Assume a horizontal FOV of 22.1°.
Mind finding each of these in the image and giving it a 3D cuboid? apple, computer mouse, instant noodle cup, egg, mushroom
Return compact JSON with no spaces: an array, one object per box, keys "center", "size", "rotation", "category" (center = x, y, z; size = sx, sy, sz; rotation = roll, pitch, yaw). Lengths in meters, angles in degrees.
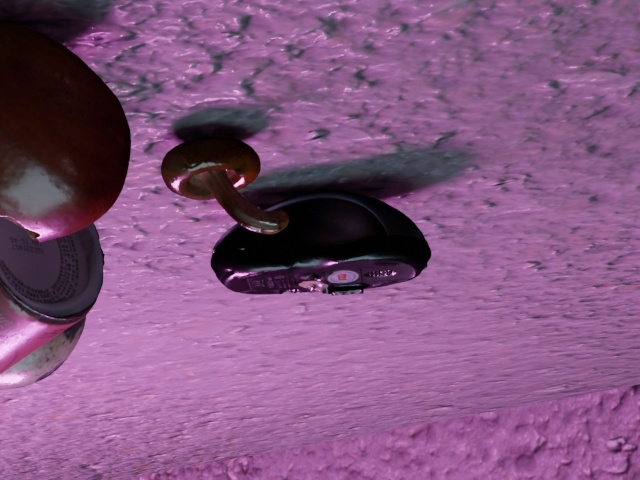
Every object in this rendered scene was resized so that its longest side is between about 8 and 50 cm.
[{"center":[-0.226,-0.086,1.227],"size":[0.147,0.156,0.158],"rotation":[-20,143,19],"category":"apple"},{"center":[0.000,0.000,1.728],"size":[0.233,0.096,0.137],"rotation":[-2,159,-1],"category":"computer mouse"},{"center":[-0.348,0.046,1.558],"size":[0.255,0.244,0.244],"rotation":[-25,157,30],"category":"instant noodle cup"},{"center":[-0.343,0.094,1.845],"size":[0.181,0.141,0.141],"rotation":[-23,159,25],"category":"egg"},{"center":[-0.083,-0.055,1.518],"size":[0.129,0.073,0.088],"rotation":[32,139,-8],"category":"mushroom"}]
